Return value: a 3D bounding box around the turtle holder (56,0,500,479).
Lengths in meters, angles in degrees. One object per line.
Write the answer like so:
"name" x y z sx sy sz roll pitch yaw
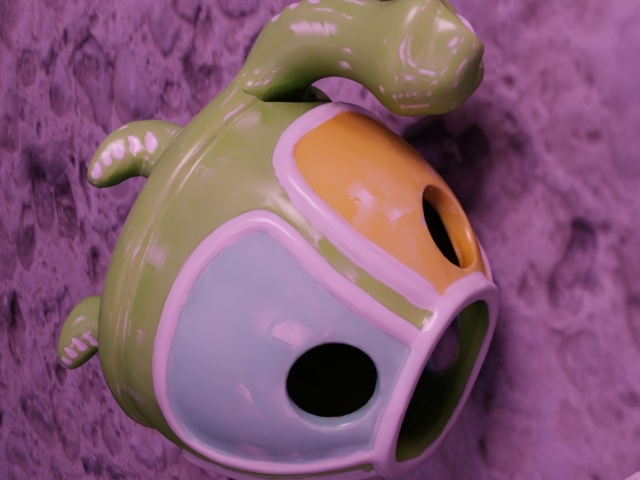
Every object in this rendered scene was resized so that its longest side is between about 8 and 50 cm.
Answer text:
"turtle holder" 0.004 0.010 0.729 0.227 0.243 0.320 28 86 27

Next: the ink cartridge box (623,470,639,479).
"ink cartridge box" 0.235 0.193 0.595 0.181 0.061 0.104 -2 102 54
